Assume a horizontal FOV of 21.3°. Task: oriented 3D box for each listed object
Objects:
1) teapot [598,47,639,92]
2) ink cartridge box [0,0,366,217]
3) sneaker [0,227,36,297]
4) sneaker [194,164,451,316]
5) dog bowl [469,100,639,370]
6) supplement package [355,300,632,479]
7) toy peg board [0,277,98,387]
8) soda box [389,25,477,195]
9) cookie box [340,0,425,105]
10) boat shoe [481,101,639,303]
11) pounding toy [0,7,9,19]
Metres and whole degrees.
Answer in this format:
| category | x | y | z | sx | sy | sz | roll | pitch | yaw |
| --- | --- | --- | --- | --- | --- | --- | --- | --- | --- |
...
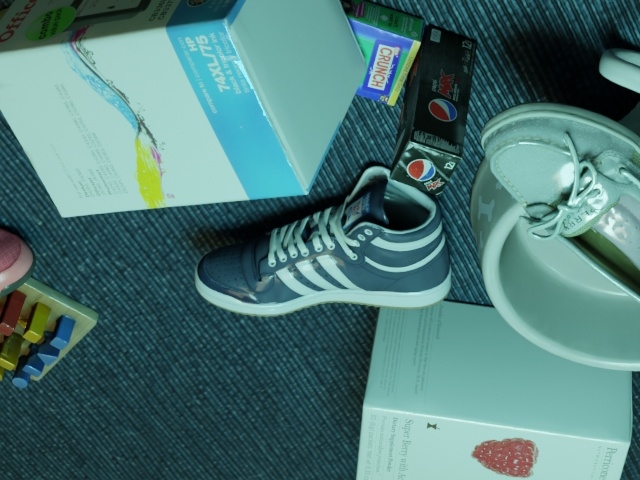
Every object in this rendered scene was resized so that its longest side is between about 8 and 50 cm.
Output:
| category | x | y | z | sx | sy | sz | roll | pitch | yaw |
| --- | --- | --- | --- | --- | --- | --- | --- | --- | --- |
| teapot | 0.425 | -0.113 | 1.568 | 0.253 | 0.187 | 0.256 | -28 | 101 | 10 |
| ink cartridge box | -0.135 | -0.163 | 1.578 | 0.270 | 0.198 | 0.197 | -5 | 129 | 27 |
| sneaker | -0.472 | -0.019 | 1.898 | 0.314 | 0.116 | 0.136 | 15 | 136 | -3 |
| sneaker | 0.000 | 0.000 | 1.826 | 0.282 | 0.099 | 0.153 | -1 | 141 | 3 |
| dog bowl | 0.324 | 0.004 | 1.764 | 0.349 | 0.102 | 0.348 | 6 | 137 | 6 |
| supplement package | 0.197 | 0.195 | 1.939 | 0.293 | 0.175 | 0.177 | 7 | 136 | 4 |
| toy peg board | -0.381 | 0.119 | 2.051 | 0.161 | 0.079 | 0.161 | 30 | 134 | -19 |
| soda box | 0.108 | -0.125 | 1.620 | 0.053 | 0.169 | 0.060 | 19 | 137 | -8 |
| cookie box | 0.037 | -0.189 | 1.662 | 0.107 | 0.040 | 0.092 | 16 | 137 | -6 |
| boat shoe | 0.279 | -0.015 | 1.601 | 0.320 | 0.103 | 0.118 | 37 | 131 | -25 |
| pounding toy | -0.392 | -0.172 | 1.732 | 0.206 | 0.094 | 0.181 | -17 | 130 | 28 |
